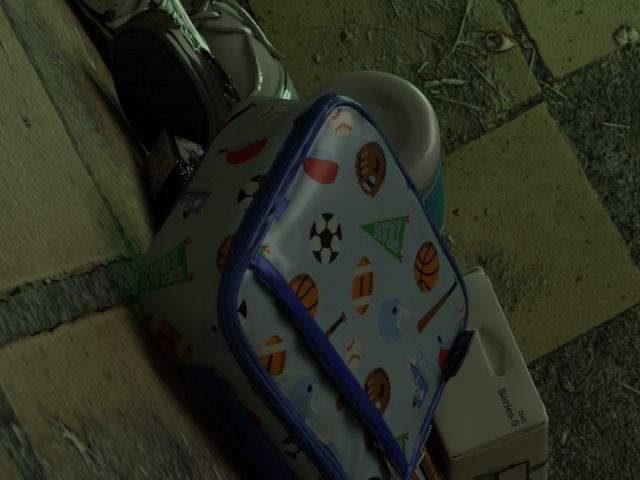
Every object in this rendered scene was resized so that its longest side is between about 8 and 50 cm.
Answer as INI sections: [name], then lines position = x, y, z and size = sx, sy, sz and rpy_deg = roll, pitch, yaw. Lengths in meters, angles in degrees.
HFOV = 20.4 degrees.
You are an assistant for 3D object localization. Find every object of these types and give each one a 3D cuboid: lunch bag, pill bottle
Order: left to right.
[lunch bag]
position = -0.001, 0.059, 1.308
size = 0.303, 0.115, 0.243
rpy_deg = 56, 47, -40
[pill bottle]
position = 0.055, -0.053, 1.839
size = 0.264, 0.146, 0.146
rpy_deg = 76, -11, -64

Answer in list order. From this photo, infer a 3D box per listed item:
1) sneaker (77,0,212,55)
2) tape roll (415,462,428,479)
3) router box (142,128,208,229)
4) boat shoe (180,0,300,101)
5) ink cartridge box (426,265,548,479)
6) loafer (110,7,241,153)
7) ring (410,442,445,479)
[sneaker]
position = -0.157, -0.191, 1.628
size = 0.153, 0.094, 0.235
rpy_deg = 55, -9, 23
[tape roll]
position = 0.012, 0.116, 1.860
size = 0.392, 0.072, 0.392
rpy_deg = 62, 5, -10
[router box]
position = -0.070, -0.010, 1.480
size = 0.133, 0.046, 0.179
rpy_deg = 21, 26, -26
[boat shoe]
position = -0.128, -0.218, 1.865
size = 0.156, 0.136, 0.367
rpy_deg = 60, 3, -33
[ink cartridge box]
position = 0.166, 0.183, 1.960
size = 0.273, 0.115, 0.198
rpy_deg = 76, -7, -62
[loafer]
position = -0.106, -0.104, 1.589
size = 0.084, 0.096, 0.267
rpy_deg = -58, 139, -38
[ring]
position = 0.079, 0.167, 1.685
size = 0.336, 0.032, 0.336
rpy_deg = 62, 6, -10
